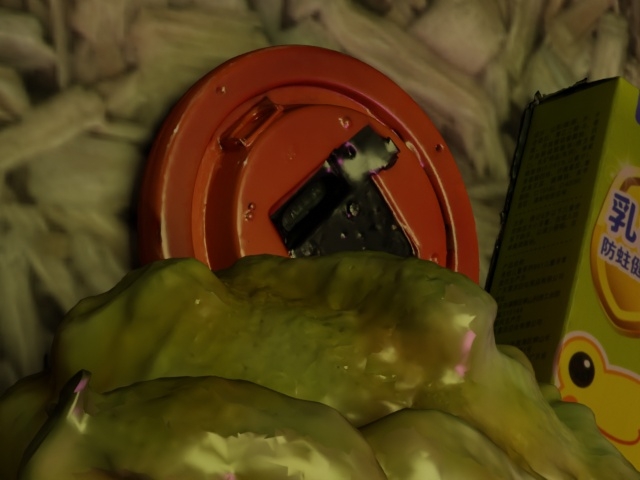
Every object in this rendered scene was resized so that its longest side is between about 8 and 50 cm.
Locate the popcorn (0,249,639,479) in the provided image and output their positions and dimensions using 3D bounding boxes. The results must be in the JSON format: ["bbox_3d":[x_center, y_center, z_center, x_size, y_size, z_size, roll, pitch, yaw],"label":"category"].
[{"bbox_3d":[-0.009,0.133,0.757,0.274,0.279,0.335,-40,113,10],"label":"popcorn"}]

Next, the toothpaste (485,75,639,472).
[{"bbox_3d":[0.143,0.076,1.011,0.110,0.077,0.327,29,64,-28],"label":"toothpaste"}]

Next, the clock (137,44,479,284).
[{"bbox_3d":[0.000,0.000,0.937,0.205,0.051,0.205,8,76,-35],"label":"clock"}]
